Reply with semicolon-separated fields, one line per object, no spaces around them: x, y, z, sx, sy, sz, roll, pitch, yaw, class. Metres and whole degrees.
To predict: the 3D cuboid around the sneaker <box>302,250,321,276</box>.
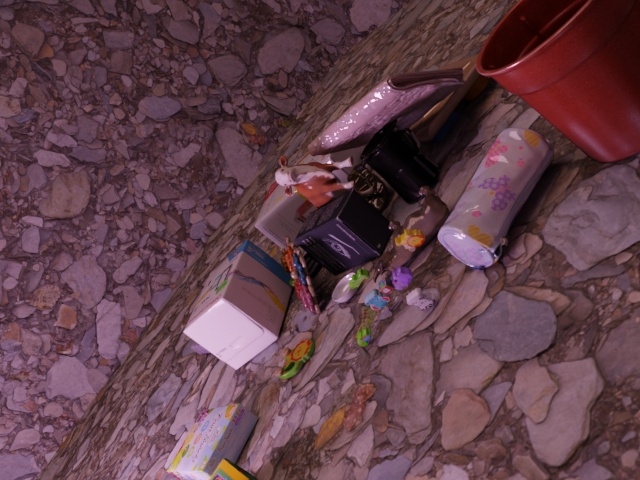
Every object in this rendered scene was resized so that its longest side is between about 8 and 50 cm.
0.000;0.000;1.894;0.224;0.083;0.098;-53;13;-7;sneaker

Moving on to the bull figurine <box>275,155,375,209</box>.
0.016;-0.142;1.703;0.188;0.310;0.101;-4;73;23;bull figurine

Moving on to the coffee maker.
0.192;-0.180;1.625;0.171;0.178;0.120;-51;15;-13;coffee maker

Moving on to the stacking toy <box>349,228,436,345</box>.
0.141;0.100;1.331;0.221;0.052;0.167;-44;35;37;stacking toy

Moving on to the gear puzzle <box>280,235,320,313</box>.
-0.076;0.081;1.771;0.044;0.176;0.339;-19;15;-9;gear puzzle

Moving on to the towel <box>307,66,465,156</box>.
0.170;-0.323;1.660;0.316;0.054;0.331;-18;-11;-41;towel

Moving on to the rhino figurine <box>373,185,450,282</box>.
0.192;-0.002;1.435;0.243;0.073;0.106;-51;28;7;rhino figurine

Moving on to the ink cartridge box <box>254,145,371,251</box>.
-0.018;-0.181;2.172;0.384;0.160;0.279;-39;20;32;ink cartridge box

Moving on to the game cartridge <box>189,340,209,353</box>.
-0.291;0.221;2.190;0.355;0.068;0.230;-59;16;-26;game cartridge

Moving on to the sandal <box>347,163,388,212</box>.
0.141;-0.142;1.854;0.090;0.060;0.219;-47;36;9;sandal

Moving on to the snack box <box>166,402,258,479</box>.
-0.256;0.483;1.539;0.207;0.070;0.175;-25;29;50;snack box

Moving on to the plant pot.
0.450;-0.289;1.074;0.272;0.265;0.272;-44;18;19;plant pot

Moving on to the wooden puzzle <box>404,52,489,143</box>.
0.346;-0.385;1.856;0.322;0.080;0.348;-52;13;-9;wooden puzzle

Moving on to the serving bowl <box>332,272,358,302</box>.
0.066;0.118;1.570;0.083;0.027;0.083;-44;18;18;serving bowl

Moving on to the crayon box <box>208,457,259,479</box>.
-0.208;0.568;1.226;0.278;0.081;0.165;-56;19;-18;crayon box

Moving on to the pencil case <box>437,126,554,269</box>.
0.327;-0.081;1.202;0.273;0.113;0.124;-56;24;-20;pencil case

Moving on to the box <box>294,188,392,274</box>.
0.059;-0.017;1.664;0.207;0.153;0.108;-25;29;51;box

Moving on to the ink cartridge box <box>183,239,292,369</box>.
-0.225;0.182;1.867;0.198;0.197;0.270;-40;20;31;ink cartridge box

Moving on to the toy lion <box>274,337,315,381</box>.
-0.055;0.279;1.541;0.096;0.034;0.100;-27;28;35;toy lion
